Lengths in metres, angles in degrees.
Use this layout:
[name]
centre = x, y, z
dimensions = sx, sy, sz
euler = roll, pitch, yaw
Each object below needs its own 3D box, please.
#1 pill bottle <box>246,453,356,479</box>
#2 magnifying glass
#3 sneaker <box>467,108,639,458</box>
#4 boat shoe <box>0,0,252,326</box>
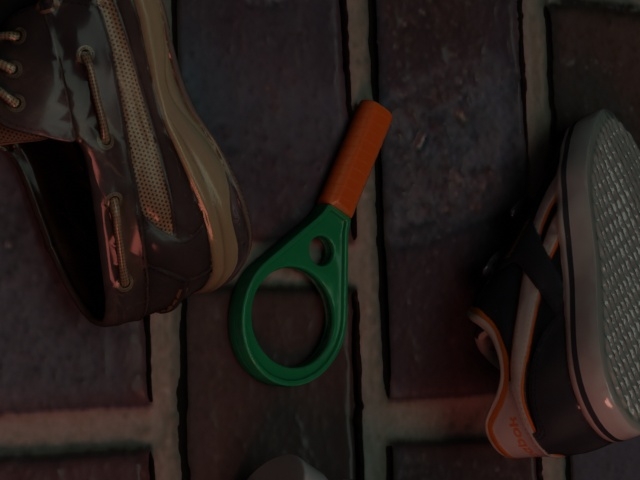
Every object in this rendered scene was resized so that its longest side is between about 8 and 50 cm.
[pill bottle]
centre = 0.023, 0.230, 1.367
dimensions = 0.180, 0.108, 0.108
euler = 39, 64, -27
[magnifying glass]
centre = 0.000, 0.000, 1.429
dimensions = 0.092, 0.026, 0.231
euler = 35, 67, -28
[sneaker]
centre = 0.184, 0.030, 1.511
dimensions = 0.126, 0.127, 0.321
euler = 47, 35, -29
[boat shoe]
centre = -0.169, -0.104, 1.247
dimensions = 0.130, 0.132, 0.355
euler = -36, 105, -34
